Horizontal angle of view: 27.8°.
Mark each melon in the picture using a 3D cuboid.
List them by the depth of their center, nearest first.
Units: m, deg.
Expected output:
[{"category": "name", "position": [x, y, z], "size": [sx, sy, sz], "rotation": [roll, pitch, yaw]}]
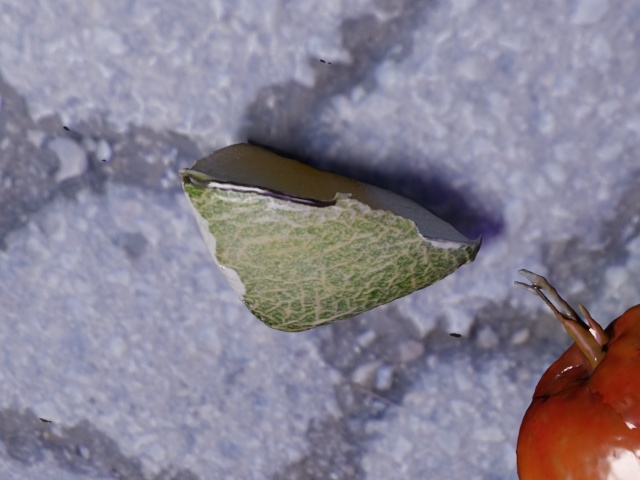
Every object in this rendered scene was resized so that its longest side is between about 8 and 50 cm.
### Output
[{"category": "melon", "position": [-0.001, 0.005, 0.864], "size": [0.203, 0.093, 0.139], "rotation": [15, 122, -5]}]

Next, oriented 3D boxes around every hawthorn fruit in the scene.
[{"category": "hawthorn fruit", "position": [0.218, 0.129, 0.822], "size": [0.211, 0.211, 0.299], "rotation": [-32, 99, 30]}]
